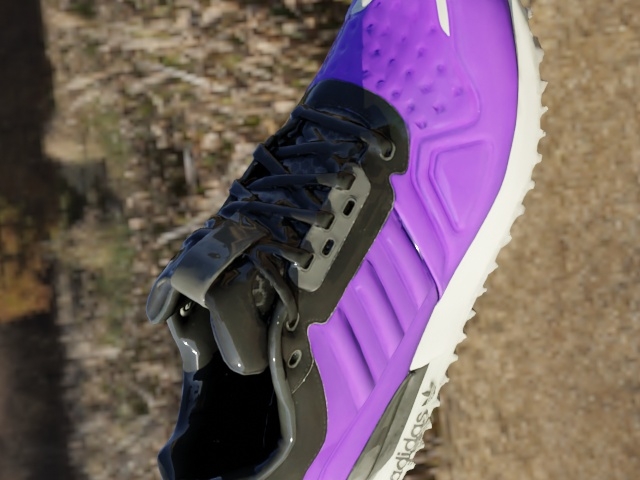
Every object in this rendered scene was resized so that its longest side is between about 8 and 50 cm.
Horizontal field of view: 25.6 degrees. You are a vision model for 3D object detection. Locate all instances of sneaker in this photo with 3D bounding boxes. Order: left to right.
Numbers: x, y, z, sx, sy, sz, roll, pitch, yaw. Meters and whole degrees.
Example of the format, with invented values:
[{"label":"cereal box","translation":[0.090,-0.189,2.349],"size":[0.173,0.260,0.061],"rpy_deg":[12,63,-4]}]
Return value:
[{"label":"sneaker","translation":[0.000,0.001,0.627],"size":[0.102,0.146,0.293],"rpy_deg":[26,106,42]}]
